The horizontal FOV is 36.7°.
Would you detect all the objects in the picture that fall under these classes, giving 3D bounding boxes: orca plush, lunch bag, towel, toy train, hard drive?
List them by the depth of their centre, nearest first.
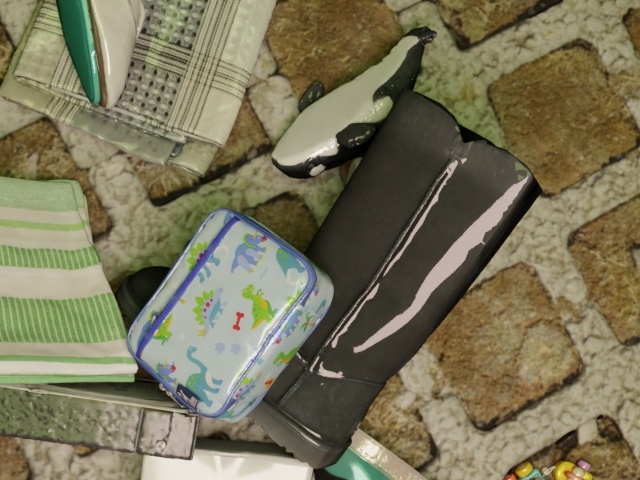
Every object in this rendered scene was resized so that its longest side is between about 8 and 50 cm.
[{"bbox_3d":[-0.108,0.085,1.110,0.176,0.090,0.219,37,91,27],"label":"lunch bag"},{"bbox_3d":[-0.367,0.036,1.156,0.247,0.038,0.325,3,45,-36],"label":"towel"},{"bbox_3d":[-0.319,0.197,1.180,0.338,0.237,0.064,9,87,-6],"label":"hard drive"},{"bbox_3d":[-0.240,-0.280,1.324,0.312,0.056,0.324,21,83,-6],"label":"towel"},{"bbox_3d":[0.337,0.372,1.355,0.166,0.046,0.125,4,84,-8],"label":"toy train"},{"bbox_3d":[0.059,-0.177,1.361,0.151,0.102,0.287,20,66,39],"label":"orca plush"}]

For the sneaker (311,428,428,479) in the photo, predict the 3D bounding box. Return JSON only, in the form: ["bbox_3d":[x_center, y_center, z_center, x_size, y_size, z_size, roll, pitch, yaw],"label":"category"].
[{"bbox_3d":[0.118,0.377,1.299,0.302,0.108,0.121,37,82,5],"label":"sneaker"}]

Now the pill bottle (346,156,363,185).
[{"bbox_3d":[0.144,-0.051,1.327,0.208,0.117,0.118,3,85,-7],"label":"pill bottle"}]

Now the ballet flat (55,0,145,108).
[{"bbox_3d":[-0.297,-0.372,1.257,0.139,0.139,0.400,-21,84,-9],"label":"ballet flat"}]

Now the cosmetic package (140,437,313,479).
[{"bbox_3d":[-0.141,0.450,1.228,0.217,0.156,0.385,9,83,-8],"label":"cosmetic package"}]

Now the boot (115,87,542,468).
[{"bbox_3d":[0.002,0.001,1.200,0.367,0.146,0.445,36,103,6],"label":"boot"}]
